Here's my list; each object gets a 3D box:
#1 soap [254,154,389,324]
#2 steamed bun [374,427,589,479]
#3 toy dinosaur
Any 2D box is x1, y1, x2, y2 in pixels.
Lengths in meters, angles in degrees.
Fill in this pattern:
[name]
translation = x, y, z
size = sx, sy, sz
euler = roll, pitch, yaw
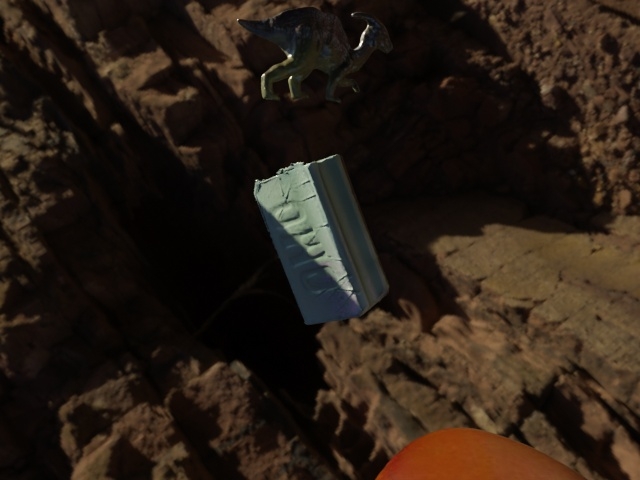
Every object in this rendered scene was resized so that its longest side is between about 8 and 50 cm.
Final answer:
[soap]
translation = 0.000, 0.000, 1.069
size = 0.150, 0.094, 0.261
euler = -17, 98, 40
[steamed bun]
translation = 0.155, 0.332, 0.451
size = 0.379, 0.248, 0.235
euler = -94, 7, -55
[toy dinosaur]
translation = -0.005, -0.331, 1.188
size = 0.077, 0.294, 0.162
euler = 25, 116, 52
